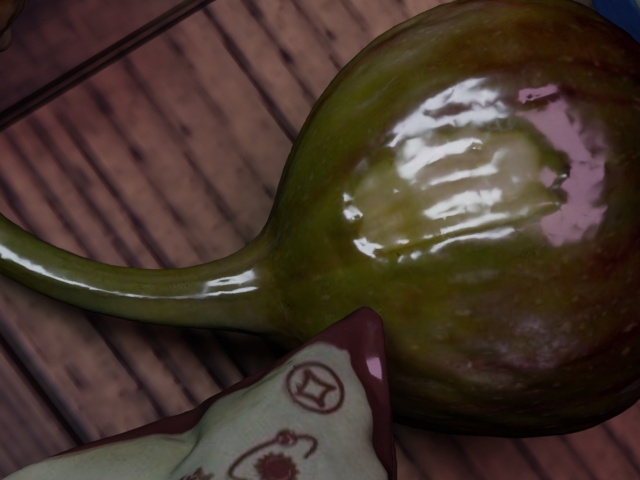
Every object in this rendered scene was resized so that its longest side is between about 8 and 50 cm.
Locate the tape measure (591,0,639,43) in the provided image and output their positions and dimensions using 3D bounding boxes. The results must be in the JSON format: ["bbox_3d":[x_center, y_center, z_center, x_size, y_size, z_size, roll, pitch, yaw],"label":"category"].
[{"bbox_3d":[0.223,-0.154,0.728,0.259,0.138,0.262,26,68,6],"label":"tape measure"}]

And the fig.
[{"bbox_3d":[0.000,0.000,0.618,0.245,0.149,0.149,-8,73,-7],"label":"fig"}]

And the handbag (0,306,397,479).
[{"bbox_3d":[-0.050,0.152,0.516,0.213,0.127,0.235,-15,67,-8],"label":"handbag"}]

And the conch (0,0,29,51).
[{"bbox_3d":[-0.173,-0.087,0.530,0.163,0.245,0.178,15,91,6],"label":"conch"}]
